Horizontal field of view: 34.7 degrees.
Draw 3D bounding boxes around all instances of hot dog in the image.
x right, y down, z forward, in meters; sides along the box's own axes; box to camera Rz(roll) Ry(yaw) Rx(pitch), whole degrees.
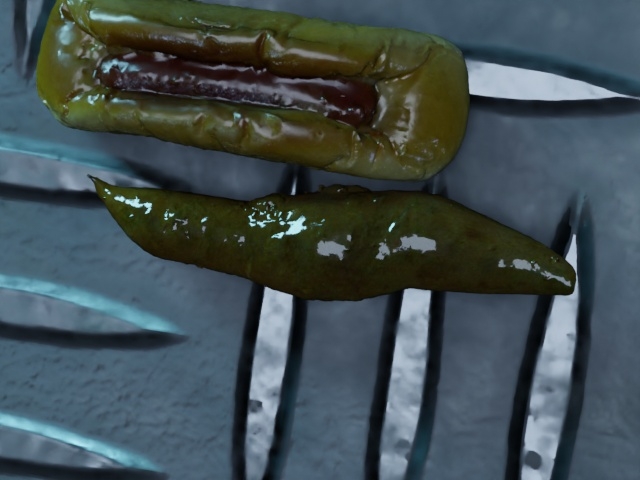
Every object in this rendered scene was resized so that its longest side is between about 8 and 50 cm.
[{"bbox_3d":[-0.041,-0.085,0.552,0.242,0.073,0.084,10,100,6],"label":"hot dog"}]

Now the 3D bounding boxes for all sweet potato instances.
[{"bbox_3d":[0.000,0.000,0.559,0.274,0.067,0.067,8,95,8],"label":"sweet potato"}]
